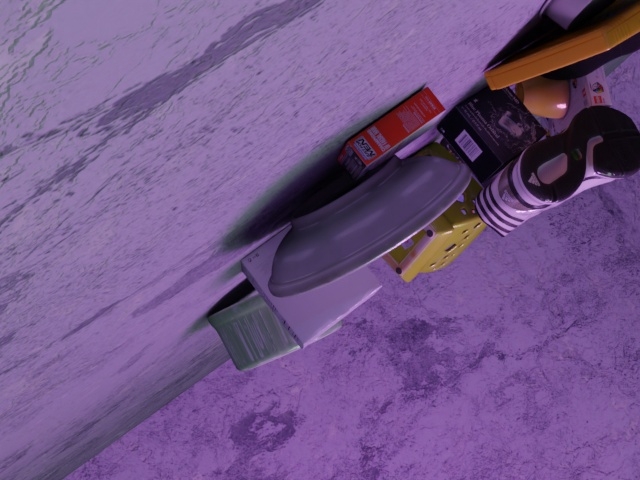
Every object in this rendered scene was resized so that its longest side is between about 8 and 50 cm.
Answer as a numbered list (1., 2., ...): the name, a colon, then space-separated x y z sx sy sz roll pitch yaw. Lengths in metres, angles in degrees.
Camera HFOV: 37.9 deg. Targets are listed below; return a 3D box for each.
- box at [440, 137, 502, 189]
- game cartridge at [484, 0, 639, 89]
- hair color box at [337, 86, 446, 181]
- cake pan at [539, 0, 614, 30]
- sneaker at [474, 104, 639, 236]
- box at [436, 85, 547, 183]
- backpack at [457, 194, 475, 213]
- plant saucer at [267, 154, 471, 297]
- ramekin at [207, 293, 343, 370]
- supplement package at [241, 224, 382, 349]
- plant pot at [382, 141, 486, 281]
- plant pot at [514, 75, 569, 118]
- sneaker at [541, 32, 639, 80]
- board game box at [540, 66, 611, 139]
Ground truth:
1. box: 0.426 -0.197 2.212 0.183 0.231 0.056 -35 177 -11
2. game cartridge: 0.490 -0.382 1.715 0.323 0.053 0.285 -31 -169 -36
3. hair color box: 0.113 -0.171 1.504 0.167 0.053 0.093 -37 176 -16
4. cake pan: 0.503 -0.459 1.574 0.293 0.054 0.293 -37 174 -4
5. sneaker: 0.493 -0.147 2.011 0.447 0.169 0.257 -21 173 -37
6. box: 0.359 -0.231 1.950 0.158 0.156 0.093 -34 172 -32
7. backpack: 0.474 -0.192 2.525 0.213 0.276 0.263 -32 159 -49
8. plant saucer: 0.061 -0.052 1.592 0.400 0.101 0.400 -32 -169 7
9. ramekin: -0.096 0.187 2.169 0.303 0.148 0.303 -23 177 -1
10. supplement package: -0.020 0.075 1.844 0.194 0.203 0.149 -36 173 -9
11. plant pot: 0.223 -0.054 2.112 0.207 0.227 0.228 -26 160 -46
12. plant pot: 0.507 -0.344 2.160 0.095 0.134 0.134 -7 169 -6
13. sneaker: 0.581 -0.437 1.968 0.270 0.090 0.145 -16 -140 47
14. board game box: 0.583 -0.338 2.174 0.053 0.193 0.305 -5 164 -6
